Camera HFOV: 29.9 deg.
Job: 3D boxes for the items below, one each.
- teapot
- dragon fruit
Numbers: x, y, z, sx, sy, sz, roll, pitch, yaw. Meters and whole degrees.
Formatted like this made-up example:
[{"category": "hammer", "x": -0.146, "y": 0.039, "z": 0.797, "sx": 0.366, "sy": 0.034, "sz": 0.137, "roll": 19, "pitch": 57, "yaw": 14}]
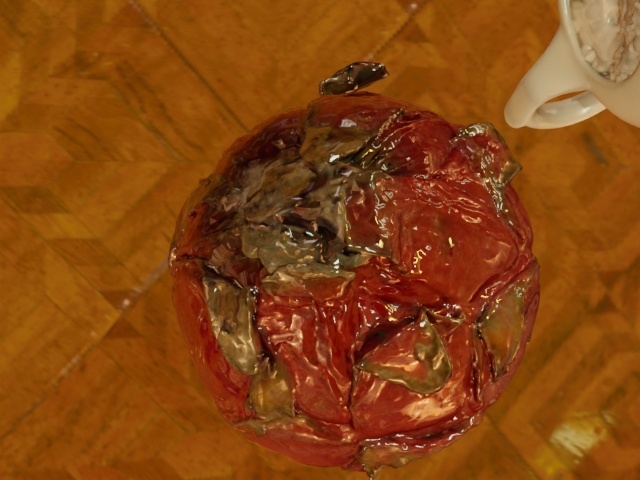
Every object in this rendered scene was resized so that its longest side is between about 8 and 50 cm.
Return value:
[{"category": "teapot", "x": 0.245, "y": -0.175, "z": 0.933, "sx": 0.166, "sy": 0.300, "sz": 0.208, "roll": -20, "pitch": 66, "yaw": -28}, {"category": "dragon fruit", "x": 0.000, "y": 0.004, "z": 0.636, "sx": 0.224, "sy": 0.218, "sz": 0.148, "roll": -53, "pitch": 152, "yaw": 0}]
